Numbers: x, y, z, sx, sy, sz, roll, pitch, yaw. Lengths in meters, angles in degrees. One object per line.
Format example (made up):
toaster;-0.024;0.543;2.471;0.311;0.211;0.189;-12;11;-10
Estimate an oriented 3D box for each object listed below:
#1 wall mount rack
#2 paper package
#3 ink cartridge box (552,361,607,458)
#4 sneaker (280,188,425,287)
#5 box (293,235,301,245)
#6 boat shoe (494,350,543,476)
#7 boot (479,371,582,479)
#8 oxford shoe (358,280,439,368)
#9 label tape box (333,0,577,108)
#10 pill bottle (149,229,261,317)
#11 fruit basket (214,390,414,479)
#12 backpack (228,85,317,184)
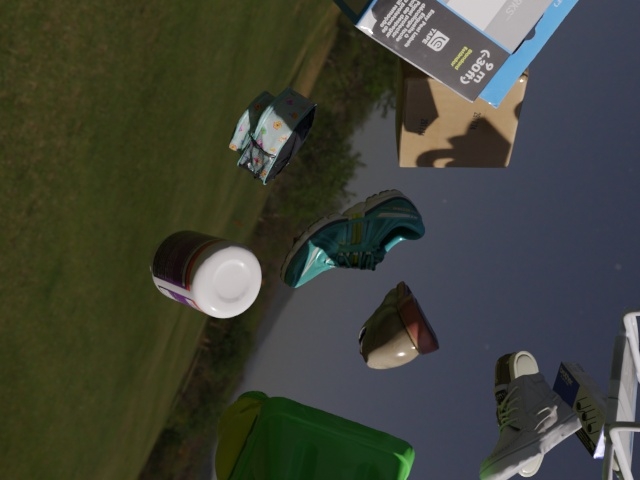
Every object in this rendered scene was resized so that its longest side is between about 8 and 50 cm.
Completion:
wall mount rack;0.507;0.273;1.160;0.304;0.131;0.350;59;40;-35
paper package;0.347;-0.350;2.010;0.324;0.310;0.168;85;8;-54
ink cartridge box;0.542;0.343;1.616;0.207;0.046;0.097;-109;-153;-66
sneaker;0.057;0.007;1.366;0.275;0.110;0.107;-29;153;-14
box;0.012;0.017;1.959;0.116;0.162;0.029;-92;170;-58
boat shoe;0.494;0.434;1.988;0.091;0.109;0.304;-24;-119;58
boot;0.302;0.288;1.239;0.258;0.123;0.095;-10;149;-48
oxford shoe;0.121;0.153;1.389;0.130;0.123;0.348;-28;175;3
label tape box;0.229;-0.336;1.097;0.249;0.348;0.115;-53;-146;19
pill bottle;-0.296;0.072;1.932;0.323;0.181;0.181;13;-101;53
fruit basket;-0.046;0.396;1.239;0.392;0.283;0.392;-159;-90;-85
backpack;-0.099;-0.242;1.708;0.188;0.144;0.166;-46;-177;43
